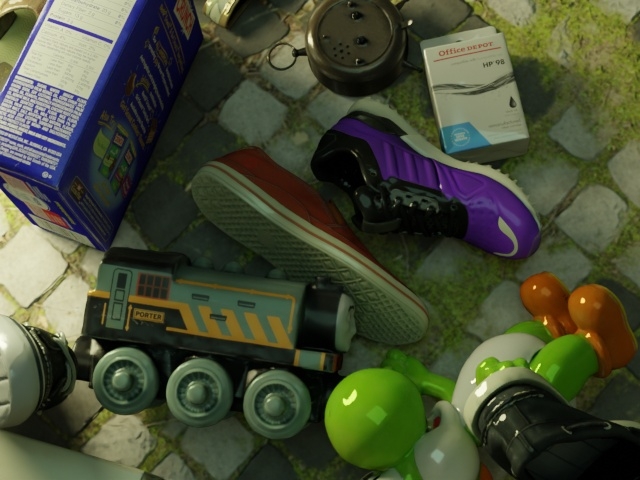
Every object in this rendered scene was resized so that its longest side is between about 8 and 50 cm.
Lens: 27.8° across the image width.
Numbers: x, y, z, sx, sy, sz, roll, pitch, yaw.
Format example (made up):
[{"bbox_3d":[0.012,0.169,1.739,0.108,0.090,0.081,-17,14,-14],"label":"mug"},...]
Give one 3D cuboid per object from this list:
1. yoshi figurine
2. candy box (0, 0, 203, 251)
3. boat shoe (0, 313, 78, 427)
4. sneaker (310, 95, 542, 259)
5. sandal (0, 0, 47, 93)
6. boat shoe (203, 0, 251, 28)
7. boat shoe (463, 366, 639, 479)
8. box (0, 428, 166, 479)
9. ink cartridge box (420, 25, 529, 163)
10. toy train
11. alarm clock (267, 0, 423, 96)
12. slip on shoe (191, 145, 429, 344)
[{"bbox_3d":[0.151,0.158,1.409,0.362,0.203,0.203,-38,59,-14],"label":"yoshi figurine"},{"bbox_3d":[-0.262,-0.178,1.531,0.122,0.268,0.317,22,76,8],"label":"candy box"},{"bbox_3d":[-0.326,0.134,1.419,0.119,0.335,0.121,-7,89,-22],"label":"boat shoe"},{"bbox_3d":[0.111,-0.043,1.515,0.293,0.102,0.146,33,51,21],"label":"sneaker"},{"bbox_3d":[-0.361,-0.258,1.625,0.120,0.086,0.303,36,94,-7],"label":"sandal"},{"bbox_3d":[-0.090,-0.329,1.675,0.135,0.050,0.045,-46,78,2],"label":"boat shoe"},{"bbox_3d":[0.288,0.241,1.327,0.127,0.340,0.113,-45,38,9],"label":"boat shoe"},{"bbox_3d":[-0.306,0.295,1.457,0.232,0.148,0.127,15,76,10],"label":"box"},{"bbox_3d":[0.186,-0.188,1.595,0.104,0.060,0.180,-12,73,3],"label":"ink cartridge box"},{"bbox_3d":[-0.121,0.116,1.481,0.334,0.142,0.190,8,88,8],"label":"toy train"},{"bbox_3d":[0.026,-0.247,1.632,0.192,0.064,0.129,-11,73,6],"label":"alarm clock"},{"bbox_3d":[0.000,0.000,1.537,0.331,0.123,0.101,37,54,11],"label":"slip on shoe"}]
